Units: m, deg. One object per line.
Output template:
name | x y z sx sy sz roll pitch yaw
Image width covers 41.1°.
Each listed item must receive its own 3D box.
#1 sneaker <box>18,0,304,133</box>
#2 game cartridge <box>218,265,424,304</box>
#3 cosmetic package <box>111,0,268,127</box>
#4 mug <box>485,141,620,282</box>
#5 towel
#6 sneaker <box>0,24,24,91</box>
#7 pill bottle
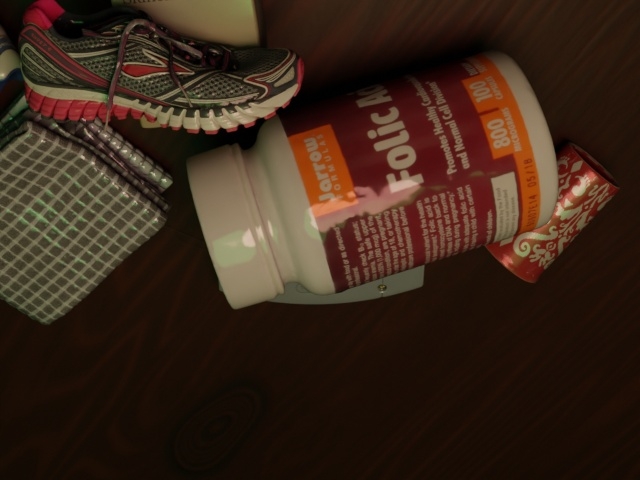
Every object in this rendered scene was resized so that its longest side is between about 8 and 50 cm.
sneaker | -0.166 -0.183 0.887 0.299 0.121 0.112 2 123 -2
game cartridge | 0.000 0.000 1.198 0.297 0.062 0.198 -1 129 -2
cosmetic package | -0.149 -0.291 0.952 0.160 0.113 0.310 -6 126 2
mug | 0.293 -0.049 1.140 0.150 0.113 0.169 31 115 -23
towel | -0.361 -0.038 1.116 0.283 0.121 0.235 -38 119 22
sneaker | -0.463 -0.144 1.016 0.131 0.112 0.296 49 117 8
pill bottle | 0.055 -0.066 1.011 0.392 0.224 0.224 -18 125 -3
